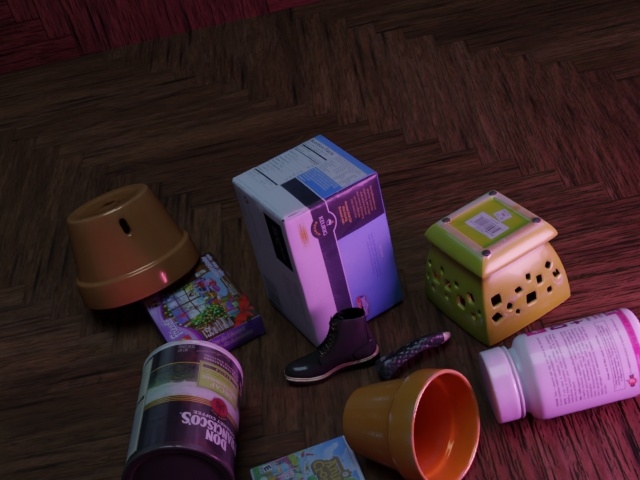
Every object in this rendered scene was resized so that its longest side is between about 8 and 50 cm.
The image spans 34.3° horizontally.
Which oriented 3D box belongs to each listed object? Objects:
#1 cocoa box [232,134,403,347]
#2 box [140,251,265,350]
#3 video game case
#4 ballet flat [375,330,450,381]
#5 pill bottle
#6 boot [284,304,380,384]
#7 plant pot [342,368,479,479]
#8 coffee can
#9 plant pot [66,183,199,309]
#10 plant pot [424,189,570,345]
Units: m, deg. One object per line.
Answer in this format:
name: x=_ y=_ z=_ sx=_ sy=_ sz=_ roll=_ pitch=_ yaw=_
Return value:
cocoa box: x=0.000 y=0.000 z=2.182 sx=0.228 sy=0.347 sz=0.231 roll=-29 pitch=38 yaw=-19
box: x=-0.273 y=0.154 z=2.318 sx=0.201 sy=0.057 sz=0.293 roll=-27 pitch=38 yaw=-14
video game case: x=-0.012 y=0.458 z=1.862 sx=0.193 sy=0.023 sz=0.212 roll=-19 pitch=37 yaw=-6
ballet flat: x=0.188 y=0.228 z=2.086 sx=0.173 sy=0.049 sz=0.057 roll=-26 pitch=-7 yaw=-15
pill bottle: x=0.442 y=0.232 z=1.883 sx=0.283 sy=0.160 sz=0.160 roll=-15 pitch=37 yaw=0
boot: x=0.011 y=0.205 z=2.088 sx=0.198 sy=0.137 sz=0.077 roll=-19 pitch=37 yaw=-4
plant pot: x=0.150 y=0.327 z=1.851 sx=0.188 sy=0.205 sz=0.205 roll=-2 pitch=36 yaw=42
coffee can: x=-0.251 y=0.349 z=1.937 sx=0.201 sy=0.201 sz=0.275 roll=-10 pitch=37 yaw=7
plant pot: x=-0.451 y=0.000 z=2.394 sx=0.291 sy=0.203 sz=0.291 roll=-19 pitch=18 yaw=7
plant pot: x=0.352 y=0.041 z=2.127 sx=0.227 sy=0.207 sz=0.228 roll=-28 pitch=40 yaw=-18
